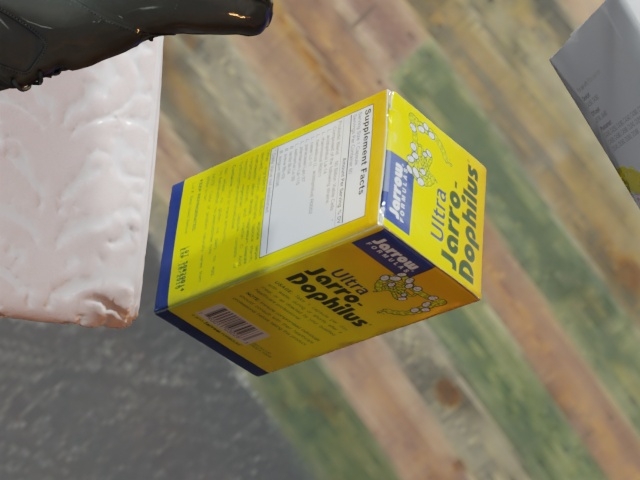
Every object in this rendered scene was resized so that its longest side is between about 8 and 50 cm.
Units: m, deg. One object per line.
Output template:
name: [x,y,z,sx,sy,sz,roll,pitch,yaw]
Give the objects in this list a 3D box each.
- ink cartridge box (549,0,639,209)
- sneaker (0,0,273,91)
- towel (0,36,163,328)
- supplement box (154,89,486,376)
ink cartridge box: [0.330,-0.085,1.258,0.270,0.198,0.197,59,-8,4]
sneaker: [-0.174,-0.158,1.184,0.286,0.130,0.109,8,12,-16]
towel: [-0.308,-0.092,1.574,0.332,0.053,0.317,7,86,-22]
supplement box: [0.000,0.000,2.131,0.195,0.356,0.194,35,47,-38]
